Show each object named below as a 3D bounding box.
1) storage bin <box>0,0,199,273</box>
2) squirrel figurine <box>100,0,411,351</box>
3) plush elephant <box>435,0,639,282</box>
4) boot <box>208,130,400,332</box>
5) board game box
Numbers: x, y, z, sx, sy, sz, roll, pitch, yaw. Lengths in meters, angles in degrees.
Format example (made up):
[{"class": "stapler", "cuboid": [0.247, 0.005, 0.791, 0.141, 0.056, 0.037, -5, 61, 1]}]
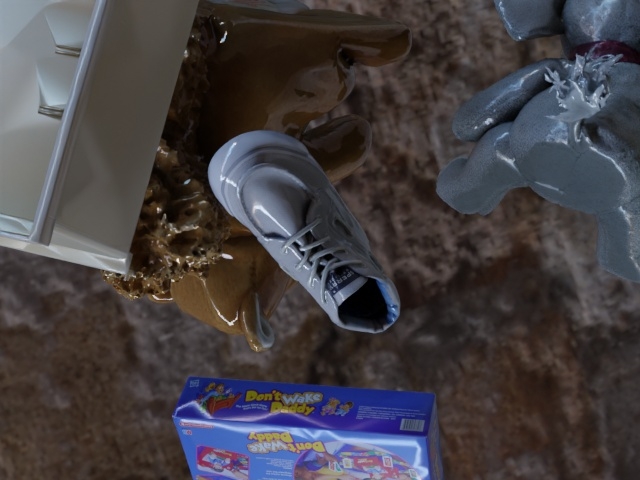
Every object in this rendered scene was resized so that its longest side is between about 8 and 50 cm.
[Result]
[{"class": "storage bin", "cuboid": [-0.212, -0.138, 0.704, 0.260, 0.123, 0.262, 12, 83, 18]}, {"class": "squirrel figurine", "cuboid": [-0.125, -0.067, 1.232, 0.281, 0.397, 0.370, 23, 115, 31]}, {"class": "plush elephant", "cuboid": [0.296, -0.163, 1.278, 0.272, 0.255, 0.330, 20, 151, 14]}, {"class": "boot", "cuboid": [0.000, 0.000, 1.093, 0.123, 0.095, 0.258, 54, -171, 35]}, {"class": "board game box", "cuboid": [-0.009, 0.306, 1.639, 0.347, 0.078, 0.233, 2, 130, 14]}]
